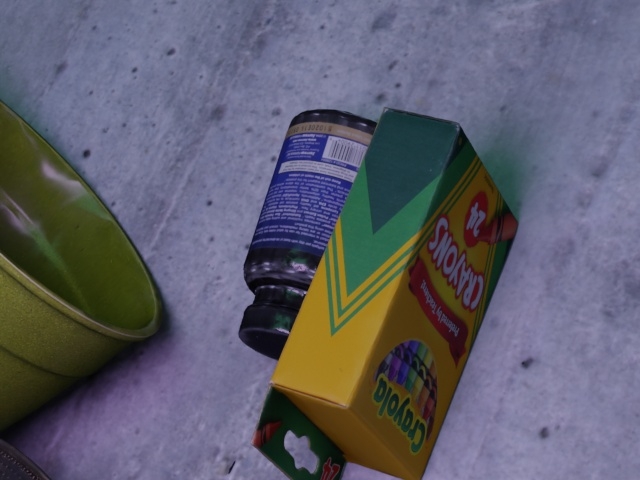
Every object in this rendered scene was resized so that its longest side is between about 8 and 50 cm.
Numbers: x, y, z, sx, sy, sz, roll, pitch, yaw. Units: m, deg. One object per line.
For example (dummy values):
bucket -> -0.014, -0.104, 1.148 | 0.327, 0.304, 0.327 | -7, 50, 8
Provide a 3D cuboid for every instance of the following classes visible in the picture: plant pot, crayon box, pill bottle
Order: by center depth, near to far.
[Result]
crayon box -> 0.061, 0.073, 1.704 | 0.081, 0.202, 0.318 | 15, 72, 26
pill bottle -> 0.000, 0.000, 1.808 | 0.122, 0.123, 0.219 | 8, 68, 24
plant pot -> -0.401, 0.065, 1.827 | 0.353, 0.366, 0.366 | -42, 57, 11

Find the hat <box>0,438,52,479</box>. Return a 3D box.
hat -> -0.346, 0.325, 1.685 | 0.331, 0.134, 0.331 | 5, 103, 20
